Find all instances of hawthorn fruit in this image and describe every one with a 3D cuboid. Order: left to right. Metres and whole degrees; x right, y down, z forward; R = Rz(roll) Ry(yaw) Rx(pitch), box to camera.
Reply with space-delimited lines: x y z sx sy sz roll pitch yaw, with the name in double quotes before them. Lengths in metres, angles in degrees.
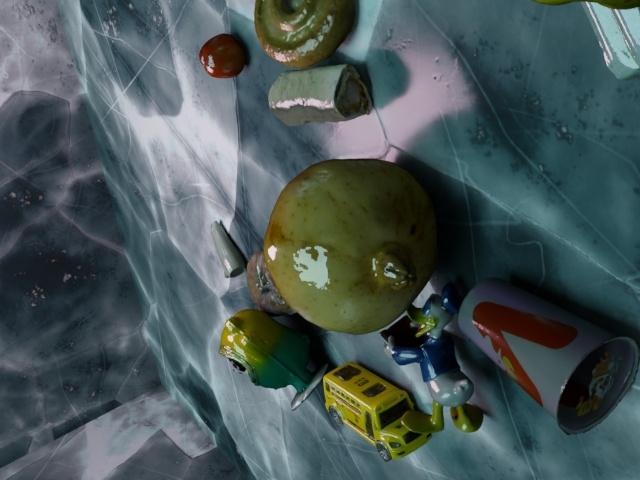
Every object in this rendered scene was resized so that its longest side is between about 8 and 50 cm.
"hawthorn fruit" -0.266 -0.495 1.901 0.128 0.128 0.128 38 141 39

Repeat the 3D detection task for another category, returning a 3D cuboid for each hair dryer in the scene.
"hair dryer" -0.340 0.066 2.526 0.206 0.075 0.237 61 159 22

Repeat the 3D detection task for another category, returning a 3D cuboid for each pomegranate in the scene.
"pomegranate" 0.078 0.014 1.472 0.410 0.410 0.410 38 141 39

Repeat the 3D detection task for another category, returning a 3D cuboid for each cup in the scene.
"cup" 0.396 0.191 1.295 0.288 0.203 0.202 39 143 49

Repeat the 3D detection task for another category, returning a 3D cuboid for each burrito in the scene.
"burrito" -0.013 -0.324 1.613 0.143 0.105 0.299 40 163 -32

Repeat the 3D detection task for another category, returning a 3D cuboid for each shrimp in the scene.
"shrimp" -0.133 0.135 2.196 0.446 0.110 0.221 -6 98 64

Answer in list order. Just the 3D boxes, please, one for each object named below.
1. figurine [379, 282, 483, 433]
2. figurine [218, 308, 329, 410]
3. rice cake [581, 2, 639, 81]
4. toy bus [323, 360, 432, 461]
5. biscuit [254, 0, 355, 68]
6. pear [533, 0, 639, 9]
"figurine" 0.262 0.234 1.602 0.283 0.205 0.338 41 131 48
"figurine" -0.156 0.347 2.196 0.340 0.231 0.323 39 175 -3
"rice cake" 0.411 -0.338 0.995 0.226 0.040 0.085 64 152 1
"toy bus" 0.149 0.456 1.925 0.330 0.144 0.152 21 128 53
"biscuit" -0.051 -0.486 1.536 0.274 0.091 0.213 36 112 33
"pear" 0.335 -0.424 0.826 0.294 0.294 0.294 38 141 39
